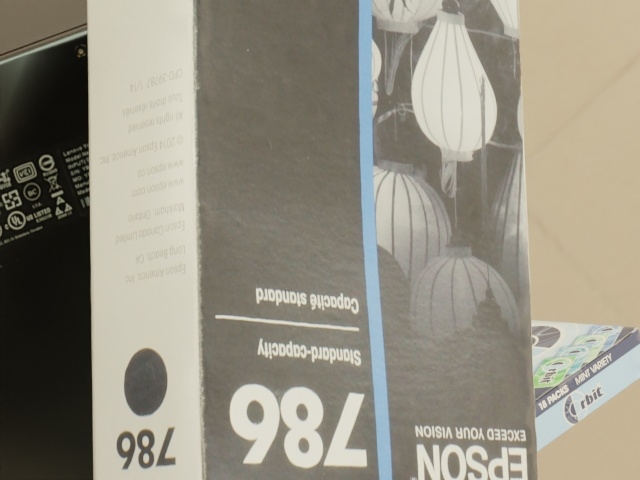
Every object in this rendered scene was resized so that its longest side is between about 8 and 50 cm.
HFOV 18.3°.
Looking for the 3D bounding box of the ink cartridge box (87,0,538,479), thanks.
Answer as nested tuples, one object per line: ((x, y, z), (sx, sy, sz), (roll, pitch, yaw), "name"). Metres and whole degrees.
((0.000, 0.000, 0.684), (0.165, 0.065, 0.332), (6, 79, -44), "ink cartridge box")

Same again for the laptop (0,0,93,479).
((-0.180, -0.020, 0.911), (0.382, 0.236, 0.408), (-23, 102, -20), "laptop")

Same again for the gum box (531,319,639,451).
((0.138, 0.114, 1.555), (0.157, 0.184, 0.041), (-30, 108, -34), "gum box")
